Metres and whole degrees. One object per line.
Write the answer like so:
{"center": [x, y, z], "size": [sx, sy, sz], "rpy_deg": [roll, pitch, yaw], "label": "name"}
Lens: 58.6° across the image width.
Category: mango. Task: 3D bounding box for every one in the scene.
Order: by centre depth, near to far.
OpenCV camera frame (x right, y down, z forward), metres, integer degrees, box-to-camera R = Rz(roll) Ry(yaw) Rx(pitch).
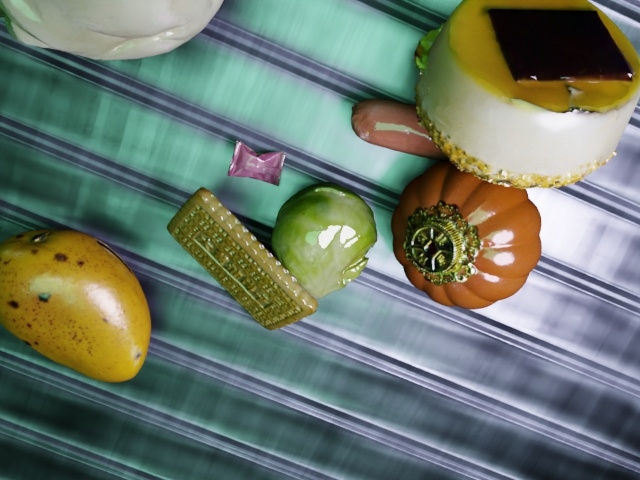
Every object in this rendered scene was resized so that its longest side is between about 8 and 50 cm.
{"center": [-0.380, 0.101, 0.901], "size": [0.191, 0.160, 0.290], "rpy_deg": [-39, 105, 2], "label": "mango"}

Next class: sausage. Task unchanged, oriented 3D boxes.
{"center": [0.139, -0.166, 0.854], "size": [0.194, 0.077, 0.077], "rpy_deg": [12, 105, 0], "label": "sausage"}

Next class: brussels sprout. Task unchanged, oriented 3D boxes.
{"center": [-0.006, -0.004, 0.878], "size": [0.145, 0.131, 0.183], "rpy_deg": [34, 105, -30], "label": "brussels sprout"}

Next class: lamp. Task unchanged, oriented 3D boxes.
{"center": [0.209, -0.009, 0.832], "size": [0.223, 0.196, 0.223], "rpy_deg": [12, 109, 37], "label": "lamp"}

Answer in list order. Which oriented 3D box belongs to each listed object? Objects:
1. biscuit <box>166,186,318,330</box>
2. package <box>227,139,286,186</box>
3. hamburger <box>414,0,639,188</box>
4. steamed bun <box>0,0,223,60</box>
{"center": [-0.126, 0.043, 0.884], "size": [0.254, 0.029, 0.172], "rpy_deg": [46, 145, -9], "label": "biscuit"}
{"center": [-0.099, -0.120, 0.897], "size": [0.083, 0.029, 0.059], "rpy_deg": [13, 108, -11], "label": "package"}
{"center": [0.263, -0.197, 0.751], "size": [0.276, 0.294, 0.179], "rpy_deg": [-6, 150, -10], "label": "hamburger"}
{"center": [-0.277, -0.370, 0.731], "size": [0.346, 0.237, 0.394], "rpy_deg": [-28, 69, -18], "label": "steamed bun"}
